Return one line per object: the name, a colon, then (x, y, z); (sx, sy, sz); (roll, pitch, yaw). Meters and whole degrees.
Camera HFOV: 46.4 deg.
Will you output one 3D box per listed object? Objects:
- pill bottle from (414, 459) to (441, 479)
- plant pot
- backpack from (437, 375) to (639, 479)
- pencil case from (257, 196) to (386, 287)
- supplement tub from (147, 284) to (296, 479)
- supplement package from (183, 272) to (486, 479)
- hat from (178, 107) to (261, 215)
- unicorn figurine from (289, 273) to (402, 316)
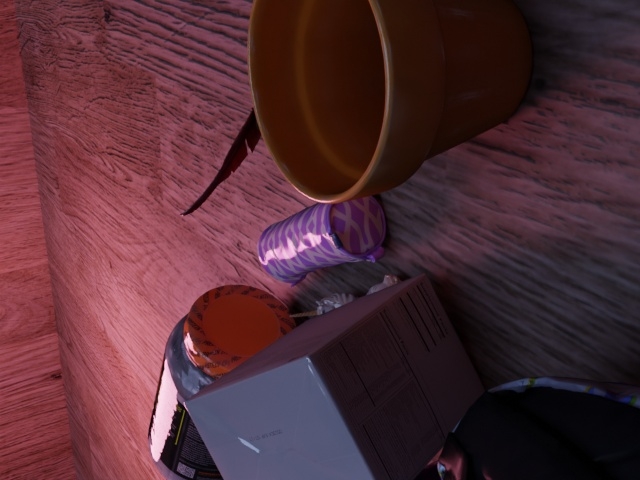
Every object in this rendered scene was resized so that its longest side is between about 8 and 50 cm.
pill bottle: (0.061, 0.332, 0.697); (0.182, 0.323, 0.181); (28, 124, 50)
plant pot: (0.068, -0.148, 0.634); (0.205, 0.188, 0.205); (29, 126, 51)
backpack: (0.223, 0.230, 0.468); (0.356, 0.273, 0.289); (16, 92, 42)
pencil case: (0.000, 0.000, 0.905); (0.088, 0.086, 0.206); (55, 151, -10)
supplement tub: (-0.144, 0.222, 1.105); (0.193, 0.194, 0.316); (55, 143, 31)
supplement package: (0.019, 0.159, 0.750); (0.194, 0.203, 0.149); (-27, 91, 42)
hat: (-0.067, -0.152, 0.850); (0.173, 0.184, 0.208); (-6, 96, 58)
unicorn figurine: (0.056, 0.092, 0.876); (0.162, 0.060, 0.111); (-42, 68, 34)
